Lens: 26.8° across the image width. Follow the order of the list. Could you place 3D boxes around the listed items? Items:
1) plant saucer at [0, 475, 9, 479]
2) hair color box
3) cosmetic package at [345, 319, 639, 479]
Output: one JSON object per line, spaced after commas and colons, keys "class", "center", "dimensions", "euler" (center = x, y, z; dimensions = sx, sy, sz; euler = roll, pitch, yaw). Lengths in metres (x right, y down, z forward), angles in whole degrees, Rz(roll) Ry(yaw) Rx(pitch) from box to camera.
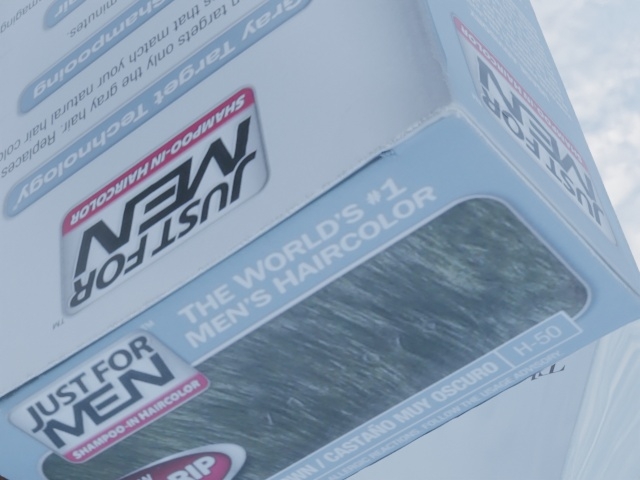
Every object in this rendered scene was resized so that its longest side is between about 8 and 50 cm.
{"class": "plant saucer", "center": [-0.268, 0.218, 0.825], "dimensions": [0.310, 0.311, 0.050], "euler": [-10, 158, -2]}
{"class": "hair color box", "center": [-0.031, -0.091, 0.513], "dimensions": [0.185, 0.374, 0.113], "euler": [-32, 131, 21]}
{"class": "cosmetic package", "center": [0.032, 0.194, 0.872], "dimensions": [0.377, 0.284, 0.097], "euler": [-25, 116, 36]}
